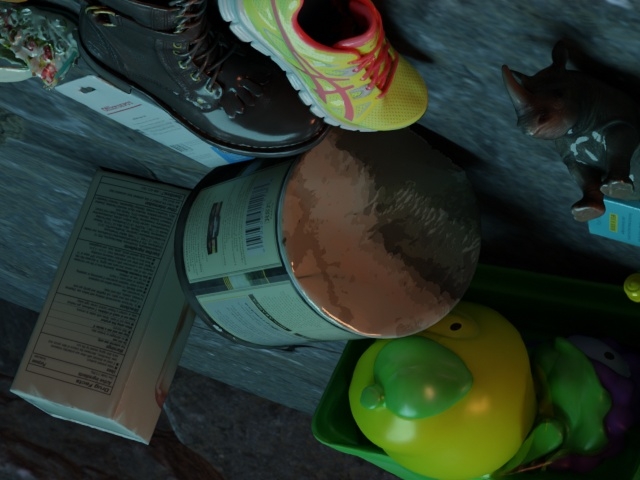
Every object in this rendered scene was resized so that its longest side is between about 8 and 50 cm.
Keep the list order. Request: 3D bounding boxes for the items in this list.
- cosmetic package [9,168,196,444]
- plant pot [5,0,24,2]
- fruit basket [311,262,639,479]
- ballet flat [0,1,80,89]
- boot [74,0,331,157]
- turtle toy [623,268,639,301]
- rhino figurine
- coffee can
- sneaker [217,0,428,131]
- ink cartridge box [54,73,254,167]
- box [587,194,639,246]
[{"bbox_3d":[-0.241,0.081,2.054,0.153,0.296,0.129,15,164,21],"label":"cosmetic package"},{"bbox_3d":[-0.116,-0.226,0.962,0.188,0.205,0.205,9,172,-27],"label":"plant pot"},{"bbox_3d":[0.164,0.137,1.695,0.392,0.283,0.392,21,156,10],"label":"fruit basket"},{"bbox_3d":[-0.331,-0.194,1.593,0.241,0.077,0.091,13,165,30],"label":"ballet flat"},{"bbox_3d":[-0.108,-0.163,1.369,0.263,0.091,0.229,22,167,1],"label":"boot"},{"bbox_3d":[0.350,0.044,1.570,0.130,0.066,0.095,10,163,34],"label":"turtle toy"},{"bbox_3d":[0.212,-0.071,1.253,0.243,0.106,0.073,29,142,-34],"label":"rhino figurine"},{"bbox_3d":[0.000,0.000,1.607,0.201,0.201,0.275,25,165,-21],"label":"coffee can"},{"bbox_3d":[0.020,-0.145,1.281,0.208,0.081,0.094,31,160,-37],"label":"sneaker"},{"bbox_3d":[-0.148,-0.136,1.588,0.180,0.060,0.104,26,165,-26],"label":"ink cartridge box"},{"bbox_3d":[0.343,-0.014,1.371,0.244,0.060,0.100,17,166,15],"label":"box"}]
